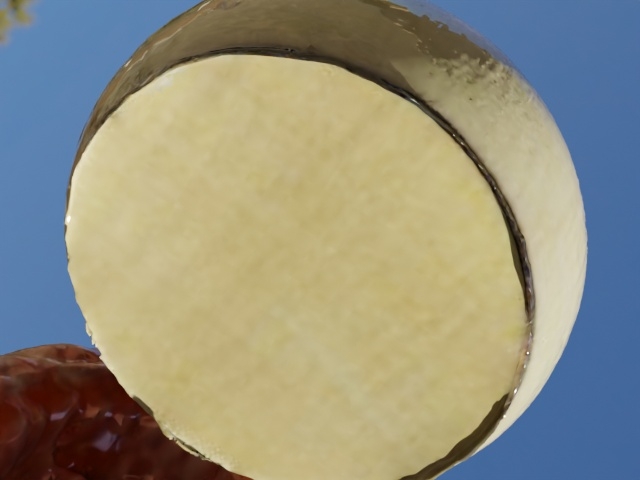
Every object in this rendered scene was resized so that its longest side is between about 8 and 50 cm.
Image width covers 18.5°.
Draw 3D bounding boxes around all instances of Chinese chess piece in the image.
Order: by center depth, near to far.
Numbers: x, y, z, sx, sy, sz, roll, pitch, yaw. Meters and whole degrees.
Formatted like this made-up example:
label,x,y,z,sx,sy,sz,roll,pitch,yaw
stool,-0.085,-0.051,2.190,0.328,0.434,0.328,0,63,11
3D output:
label,x,y,z,sx,sy,sz,roll,pitch,yaw
Chinese chess piece,0.000,0.000,0.924,0.250,0.249,0.103,-29,-168,29

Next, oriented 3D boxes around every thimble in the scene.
label,x,y,z,sx,sy,sz,roll,pitch,yaw
thimble,-0.116,0.169,0.987,0.162,0.239,0.239,-66,-152,28
